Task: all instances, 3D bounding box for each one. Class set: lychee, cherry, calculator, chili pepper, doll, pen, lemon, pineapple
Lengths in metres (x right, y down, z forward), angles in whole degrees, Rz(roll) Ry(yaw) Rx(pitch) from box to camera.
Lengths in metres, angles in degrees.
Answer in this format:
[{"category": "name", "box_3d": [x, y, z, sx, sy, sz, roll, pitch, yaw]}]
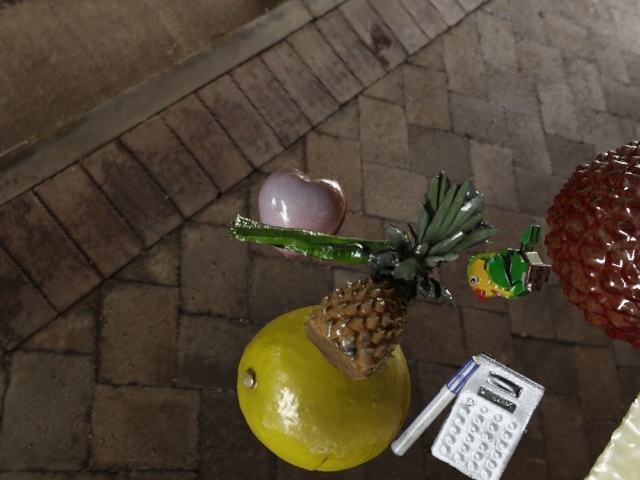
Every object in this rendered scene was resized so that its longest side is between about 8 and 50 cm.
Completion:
[{"category": "lychee", "box_3d": [0.406, 0.006, 0.871, 0.264, 0.300, 0.264, -10, 110, -30]}, {"category": "cherry", "box_3d": [-0.053, -0.067, 1.934, 0.240, 0.206, 0.239, 0, 90, -10]}, {"category": "calculator", "box_3d": [0.352, 0.380, 1.563, 0.161, 0.261, 0.021, 27, 16, 22]}, {"category": "chili pepper", "box_3d": [0.001, 0.000, 1.454, 0.360, 0.085, 0.076, 7, 100, -9]}, {"category": "doll", "box_3d": [0.392, 0.059, 1.563, 0.106, 0.186, 0.134, 2, 71, -41]}, {"category": "pen", "box_3d": [0.176, 0.255, 1.138, 0.025, 0.204, 0.025, 32, 19, -12]}, {"category": "lemon", "box_3d": [0.006, 0.289, 1.465, 0.348, 0.348, 0.347, 12, 64, -26]}, {"category": "pineapple", "box_3d": [0.102, 0.042, 0.922, 0.277, 0.130, 0.119, -43, 118, -16]}]

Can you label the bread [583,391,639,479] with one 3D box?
[{"category": "bread", "box_3d": [0.406, 0.108, 0.442, 0.346, 0.242, 0.405, 30, 21, 28]}]
